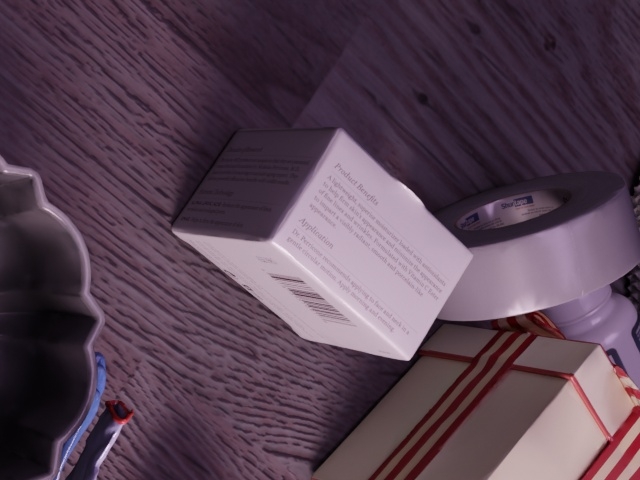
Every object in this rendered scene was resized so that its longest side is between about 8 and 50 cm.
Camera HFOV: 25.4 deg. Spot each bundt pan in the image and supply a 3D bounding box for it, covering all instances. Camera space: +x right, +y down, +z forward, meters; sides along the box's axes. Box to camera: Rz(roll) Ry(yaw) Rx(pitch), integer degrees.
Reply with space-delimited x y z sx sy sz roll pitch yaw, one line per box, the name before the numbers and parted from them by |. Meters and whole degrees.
bundt pan | -0.338 0.071 1.058 0.331 0.124 0.330 -2 93 -34

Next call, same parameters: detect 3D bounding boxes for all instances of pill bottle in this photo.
pill bottle | 0.293 0.116 1.489 0.108 0.108 0.180 -39 112 -26

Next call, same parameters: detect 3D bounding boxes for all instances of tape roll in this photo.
tape roll | 0.192 0.002 1.350 0.219 0.219 0.072 -24 104 -31

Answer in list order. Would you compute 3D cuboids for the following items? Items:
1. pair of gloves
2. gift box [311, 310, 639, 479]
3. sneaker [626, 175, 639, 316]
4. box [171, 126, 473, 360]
pair of gloves | -0.196 0.178 1.125 0.023 0.198 0.159 22 97 -22
gift box | 0.200 0.238 1.340 0.258 0.276 0.255 -46 120 -25
sneaker | 0.423 0.037 1.585 0.146 0.102 0.293 -1 97 -38
box | 0.000 0.000 1.245 0.181 0.182 0.119 42 72 -27
